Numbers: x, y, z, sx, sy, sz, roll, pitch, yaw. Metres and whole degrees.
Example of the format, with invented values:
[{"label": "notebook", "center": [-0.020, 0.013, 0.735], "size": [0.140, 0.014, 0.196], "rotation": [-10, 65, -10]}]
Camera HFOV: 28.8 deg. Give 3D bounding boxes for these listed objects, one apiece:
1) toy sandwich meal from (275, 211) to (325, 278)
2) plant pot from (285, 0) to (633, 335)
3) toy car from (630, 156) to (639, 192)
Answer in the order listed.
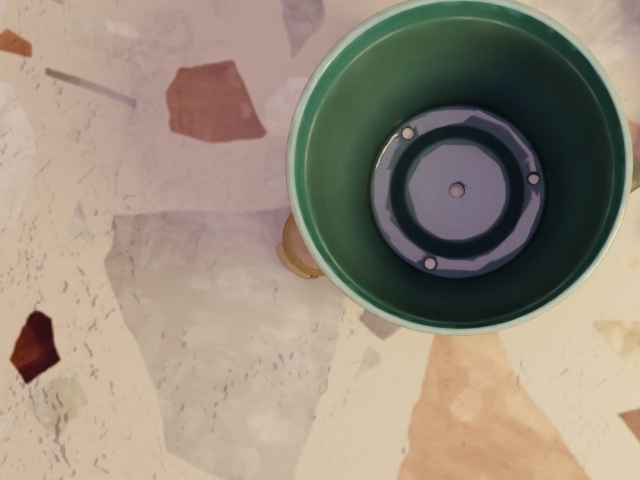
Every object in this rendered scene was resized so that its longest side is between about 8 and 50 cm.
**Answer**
[{"label": "toy sandwich meal", "center": [0.000, 0.000, 1.226], "size": [0.086, 0.029, 0.085], "rotation": [0, 83, 4]}, {"label": "plant pot", "center": [0.120, -0.056, 1.102], "size": [0.272, 0.255, 0.271], "rotation": [0, 88, 6]}, {"label": "toy car", "center": [0.359, -0.089, 1.145], "size": [0.188, 0.149, 0.155], "rotation": [-47, 71, 14]}]
